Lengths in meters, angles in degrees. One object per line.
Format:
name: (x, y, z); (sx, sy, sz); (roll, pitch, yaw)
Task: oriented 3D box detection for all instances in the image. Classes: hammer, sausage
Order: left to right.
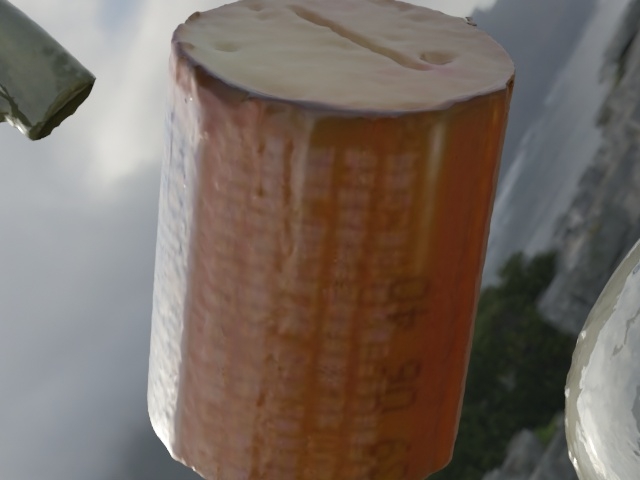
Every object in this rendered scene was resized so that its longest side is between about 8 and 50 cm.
hammer: (-0.156, 0.002, 0.489); (0.195, 0.060, 0.028); (-48, 2, -4)
sausage: (0.000, 0.000, 1.083); (0.233, 0.233, 0.287); (-56, -26, -62)

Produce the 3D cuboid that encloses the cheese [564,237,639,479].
cheese: (0.183, 0.051, 0.621); (0.198, 0.154, 0.189); (-45, -13, 4)
